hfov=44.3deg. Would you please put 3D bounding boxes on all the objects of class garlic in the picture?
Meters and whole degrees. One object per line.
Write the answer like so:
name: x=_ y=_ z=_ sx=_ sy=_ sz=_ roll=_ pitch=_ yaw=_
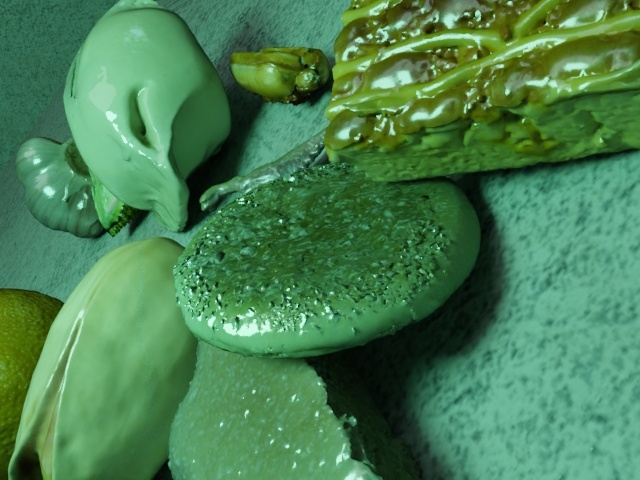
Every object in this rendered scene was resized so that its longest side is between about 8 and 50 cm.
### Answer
garlic: x=-0.444 y=-0.135 z=1.475 sx=0.207 sy=0.207 sz=0.257 roll=-41 pitch=21 yaw=25

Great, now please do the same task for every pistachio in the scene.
pistachio: x=-0.212 y=0.138 z=0.822 sx=0.187 sy=0.187 sz=0.299 roll=-2 pitch=60 yaw=56

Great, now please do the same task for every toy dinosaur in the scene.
toy dinosaur: x=-0.029 y=-0.068 z=0.898 sx=0.199 sy=0.072 sz=0.251 roll=3 pitch=50 yaw=46

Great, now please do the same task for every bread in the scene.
bread: x=0.000 y=0.000 z=0.645 sx=0.266 sy=0.041 sz=0.267 roll=-12 pitch=30 yaw=7
bread: x=-0.036 y=0.159 z=0.621 sx=0.183 sy=0.102 sz=0.337 roll=-53 pitch=30 yaw=11
bread: x=0.141 y=-0.149 z=0.583 sx=0.274 sy=0.114 sz=0.185 roll=-6 pitch=63 yaw=39

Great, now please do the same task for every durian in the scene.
durian: x=-0.335 y=-0.122 z=1.333 sx=0.137 sy=0.095 sz=0.221 roll=-42 pitch=62 yaw=31

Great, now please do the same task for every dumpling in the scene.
dumpling: x=-0.259 y=-0.181 z=1.169 sx=0.316 sy=0.233 sz=0.395 roll=111 pitch=146 yaw=-55

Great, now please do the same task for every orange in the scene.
orange: x=-0.412 y=0.191 z=0.996 sx=0.264 sy=0.264 sz=0.264 roll=-37 pitch=34 yaw=31

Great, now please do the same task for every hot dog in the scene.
hot dog: x=-0.060 y=-0.221 z=1.061 sx=0.249 sy=0.102 sz=0.076 roll=-149 pitch=51 yaw=-64
